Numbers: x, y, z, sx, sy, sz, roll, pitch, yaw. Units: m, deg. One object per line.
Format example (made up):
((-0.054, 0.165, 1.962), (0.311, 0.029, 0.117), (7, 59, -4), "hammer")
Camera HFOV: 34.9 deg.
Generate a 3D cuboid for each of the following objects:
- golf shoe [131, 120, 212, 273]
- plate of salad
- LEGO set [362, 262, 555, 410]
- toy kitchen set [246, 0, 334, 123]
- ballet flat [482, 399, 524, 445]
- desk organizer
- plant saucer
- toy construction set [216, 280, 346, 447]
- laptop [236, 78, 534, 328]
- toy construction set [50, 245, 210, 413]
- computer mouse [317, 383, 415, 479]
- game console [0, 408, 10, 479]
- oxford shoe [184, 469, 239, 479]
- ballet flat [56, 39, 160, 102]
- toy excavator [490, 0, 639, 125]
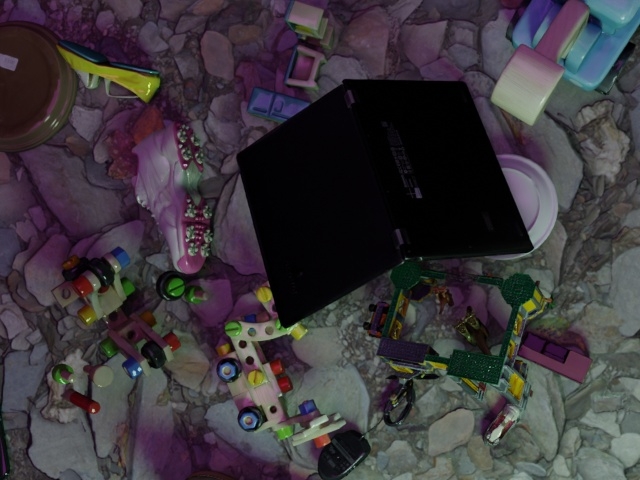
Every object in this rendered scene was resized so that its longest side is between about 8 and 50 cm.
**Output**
((-0.293, -0.075, 1.980), (0.140, 0.115, 0.306), (-14, 71, 19), "golf shoe")
((0.342, -0.062, 1.896), (0.199, 0.048, 0.200), (-3, 82, 20), "plate of salad")
((0.265, 0.175, 1.842), (0.331, 0.192, 0.255), (-1, 66, 29), "LEGO set")
((-0.067, -0.335, 1.926), (0.122, 0.166, 0.207), (16, 89, 11), "toy kitchen set")
((0.340, 0.334, 1.872), (0.041, 0.041, 0.114), (37, 93, 10), "ballet flat")
((0.427, 0.214, 1.862), (0.130, 0.047, 0.050), (24, 88, 11), "desk organizer")
((-0.637, -0.320, 2.090), (0.277, 0.041, 0.278), (-1, 86, 11), "plant saucer")
((-0.078, 0.245, 1.907), (0.215, 0.151, 0.328), (-24, 71, 7), "toy construction set")
((0.105, -0.076, 1.861), (0.407, 0.236, 0.382), (-4, 60, -24), "laptop")
((-0.424, 0.162, 1.951), (0.237, 0.257, 0.309), (7, 65, 53), "toy construction set")
((0.090, 0.364, 1.920), (0.242, 0.041, 0.071), (-42, 64, 0), "computer mouse")
((-0.795, 0.383, 2.001), (0.293, 0.173, 0.250), (-12, 84, 9), "game console")
((-0.092, 0.529, 1.879), (0.396, 0.146, 0.141), (9, 85, 9), "oxford shoe")
((-0.433, -0.334, 2.042), (0.231, 0.077, 0.077), (19, 106, 9), "ballet flat")
((0.425, -0.371, 1.700), (0.222, 0.445, 0.433), (34, 92, 11), "toy excavator")
